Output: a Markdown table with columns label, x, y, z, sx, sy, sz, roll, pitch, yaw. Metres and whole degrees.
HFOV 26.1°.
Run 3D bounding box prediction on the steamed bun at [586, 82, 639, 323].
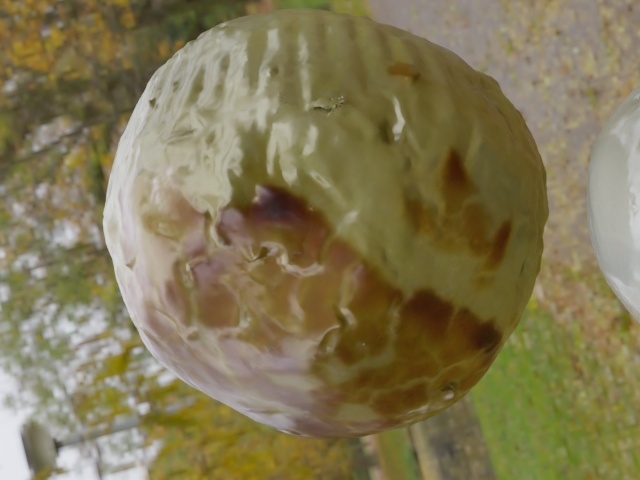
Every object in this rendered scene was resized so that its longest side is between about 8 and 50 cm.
| label | x | y | z | sx | sy | sz | roll | pitch | yaw |
| --- | --- | --- | --- | --- | --- | --- | --- | --- | --- |
| steamed bun | 0.330 | 0.012 | 0.959 | 0.324 | 0.206 | 0.324 | 33 | 180 | 0 |

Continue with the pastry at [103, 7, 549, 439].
| label | x | y | z | sx | sy | sz | roll | pitch | yaw |
| --- | --- | --- | --- | --- | --- | --- | --- | --- | --- |
| pastry | 0.000 | 0.000 | 1.168 | 0.388 | 0.388 | 0.313 | 78 | -166 | -61 |
